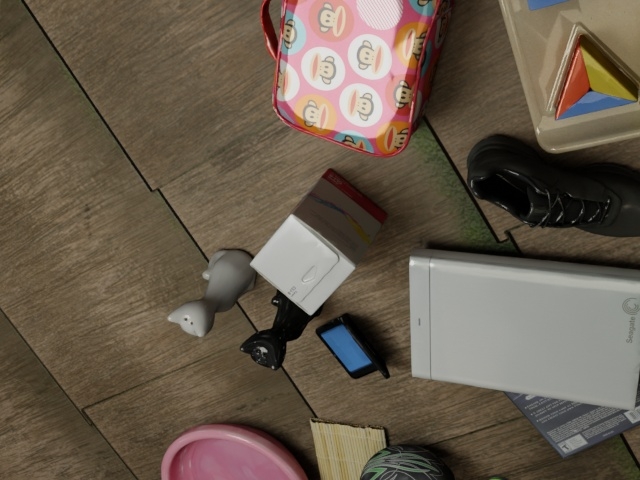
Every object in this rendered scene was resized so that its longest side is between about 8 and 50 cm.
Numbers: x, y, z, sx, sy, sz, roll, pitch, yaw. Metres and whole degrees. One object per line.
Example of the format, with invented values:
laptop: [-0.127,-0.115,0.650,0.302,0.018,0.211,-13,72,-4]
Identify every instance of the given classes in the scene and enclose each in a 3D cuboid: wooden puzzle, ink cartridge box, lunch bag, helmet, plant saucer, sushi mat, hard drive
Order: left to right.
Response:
plant saucer: [-0.159,0.494,1.705,0.332,0.084,0.332,9,120,16]
ink cartridge box: [0.000,0.000,1.313,0.127,0.176,0.128,39,124,-3]
lunch bag: [0.037,-0.280,1.179,0.258,0.120,0.293,20,123,11]
sushi mat: [0.070,0.482,1.647,0.151,0.019,0.317,1,117,20]
helmet: [0.153,0.445,1.511,0.169,0.169,0.162,15,131,13]
hard drive: [0.316,0.137,1.314,0.353,0.047,0.233,6,119,18]
wooden puzzle: [0.391,-0.292,1.057,0.322,0.080,0.348,-10,113,26]

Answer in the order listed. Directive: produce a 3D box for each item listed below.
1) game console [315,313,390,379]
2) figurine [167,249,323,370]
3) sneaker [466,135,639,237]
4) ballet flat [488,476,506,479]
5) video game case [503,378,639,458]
game console: [0.054,0.196,1.467,0.071,0.107,0.122,-38,101,4]
figurine: [-0.125,0.118,1.408,0.214,0.209,0.092,21,123,10]
sneaker: [0.336,-0.055,1.180,0.286,0.130,0.109,15,120,12]
ballet flat: [0.372,0.530,1.518,0.077,0.077,0.231,-32,102,33]
video game case: [0.390,0.219,1.372,0.196,0.026,0.274,-37,98,33]
